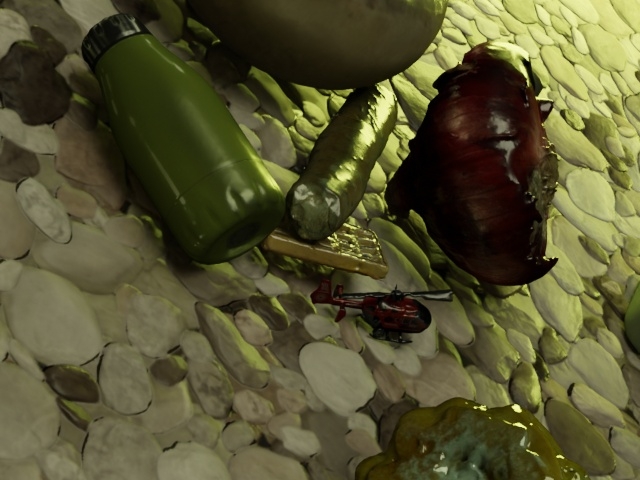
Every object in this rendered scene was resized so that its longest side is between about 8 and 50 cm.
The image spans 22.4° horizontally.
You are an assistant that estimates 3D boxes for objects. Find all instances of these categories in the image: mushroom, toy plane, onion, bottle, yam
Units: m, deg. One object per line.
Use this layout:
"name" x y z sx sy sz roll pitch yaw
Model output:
"mushroom" 0.005 -0.347 1.780 0.362 0.294 0.362 29 42 -30
"toy plane" 0.058 0.067 1.624 0.145 0.060 0.037 9 46 -15
"onion" 0.163 -0.080 1.765 0.195 0.272 0.272 -6 43 9
"bottle" -0.142 -0.105 1.566 0.112 0.112 0.260 -13 63 -48
"yam" 0.026 -0.087 1.714 0.071 0.067 0.317 16 28 7

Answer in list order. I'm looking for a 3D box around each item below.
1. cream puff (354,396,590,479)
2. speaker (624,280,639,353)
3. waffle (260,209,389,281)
"cream puff" 0.141 0.241 1.425 0.195 0.221 0.194 4 90 -65
"speaker" 0.530 0.020 1.991 0.183 0.184 0.406 42 36 -1
"waffle" 0.000 0.000 1.636 0.135 0.021 0.092 16 24 -15
